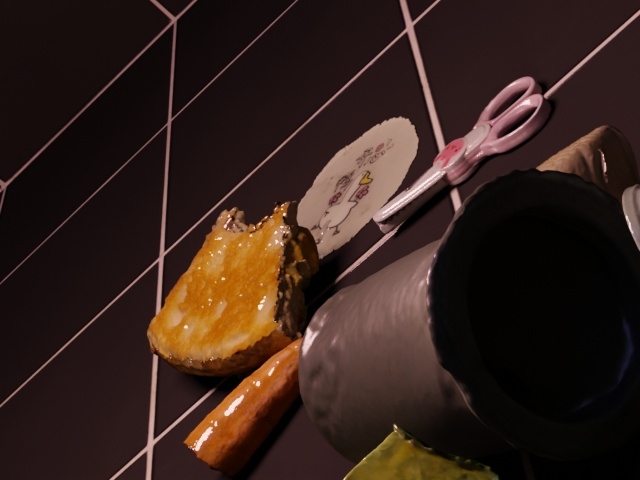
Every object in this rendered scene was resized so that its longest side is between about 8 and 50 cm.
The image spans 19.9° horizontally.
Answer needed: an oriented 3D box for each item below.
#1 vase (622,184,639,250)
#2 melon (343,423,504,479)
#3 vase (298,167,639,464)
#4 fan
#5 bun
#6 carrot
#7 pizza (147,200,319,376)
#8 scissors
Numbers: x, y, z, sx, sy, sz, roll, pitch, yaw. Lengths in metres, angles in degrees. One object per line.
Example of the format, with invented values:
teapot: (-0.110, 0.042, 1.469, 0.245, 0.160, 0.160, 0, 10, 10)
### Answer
vase: (0.396, -0.060, 1.410, 0.299, 0.143, 0.143, -35, 25, 24)
melon: (0.037, 0.320, 1.347, 0.343, 0.226, 0.331, -46, 9, -26)
vase: (0.125, 0.087, 1.572, 0.291, 0.245, 0.245, -25, 31, 58)
fan: (-0.001, 0.000, 2.242, 0.233, 0.012, 0.414, -19, 36, 52)
bun: (0.232, -0.021, 1.680, 0.167, 0.113, 0.173, -36, 0, 17)
carrot: (-0.057, 0.171, 1.993, 0.205, 0.072, 0.072, -46, 20, -8)
pizza: (-0.088, 0.066, 2.173, 0.323, 0.089, 0.223, -6, 55, 56)
scissors: (0.158, -0.090, 2.062, 0.242, 0.030, 0.118, -39, 22, 12)
